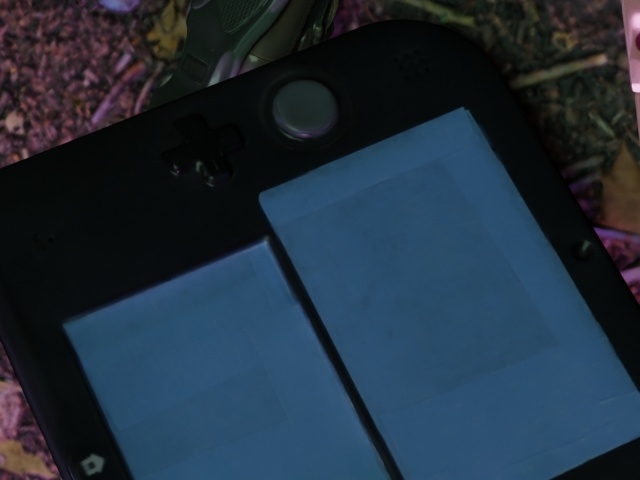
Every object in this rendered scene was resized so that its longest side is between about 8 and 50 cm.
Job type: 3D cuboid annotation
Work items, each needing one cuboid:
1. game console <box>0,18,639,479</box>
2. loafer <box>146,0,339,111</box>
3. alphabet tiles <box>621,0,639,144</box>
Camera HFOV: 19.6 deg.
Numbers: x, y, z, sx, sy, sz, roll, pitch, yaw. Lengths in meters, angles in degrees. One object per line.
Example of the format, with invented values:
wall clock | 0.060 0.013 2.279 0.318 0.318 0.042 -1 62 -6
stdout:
game console | 0.013 0.071 1.059 0.386 0.342 0.060 62 161 22
loafer | -0.040 -0.123 1.208 0.096 0.084 0.267 46 113 49
alphabet tiles | 0.310 -0.038 0.959 0.285 0.011 0.342 -3 121 16
